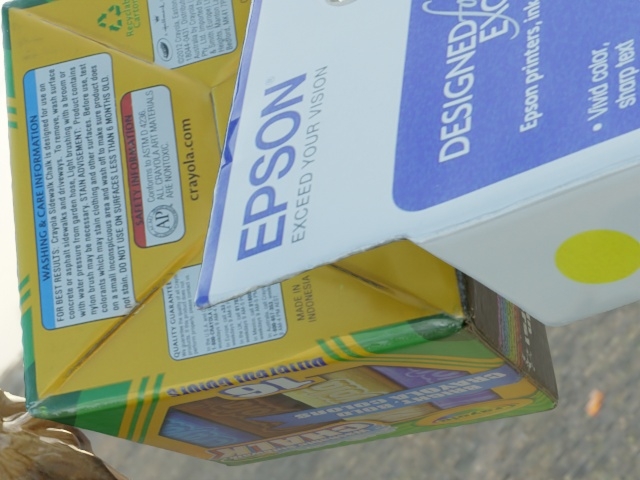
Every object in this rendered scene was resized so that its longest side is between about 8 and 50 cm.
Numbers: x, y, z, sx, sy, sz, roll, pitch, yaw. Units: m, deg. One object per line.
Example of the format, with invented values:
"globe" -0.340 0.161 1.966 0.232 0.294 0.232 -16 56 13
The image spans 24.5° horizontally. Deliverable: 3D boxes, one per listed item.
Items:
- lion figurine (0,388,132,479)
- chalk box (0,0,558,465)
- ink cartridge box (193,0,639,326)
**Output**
"lion figurine" -0.052 0.173 0.660 0.142 0.392 0.240 -70 -17 -46
"chalk box" 0.000 0.000 0.690 0.179 0.180 0.289 -12 -18 13
"ink cartridge box" 0.121 -0.123 0.446 0.307 0.072 0.304 -22 42 31
